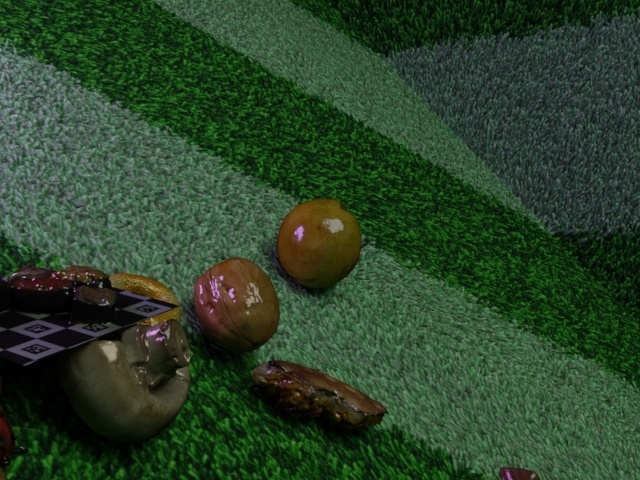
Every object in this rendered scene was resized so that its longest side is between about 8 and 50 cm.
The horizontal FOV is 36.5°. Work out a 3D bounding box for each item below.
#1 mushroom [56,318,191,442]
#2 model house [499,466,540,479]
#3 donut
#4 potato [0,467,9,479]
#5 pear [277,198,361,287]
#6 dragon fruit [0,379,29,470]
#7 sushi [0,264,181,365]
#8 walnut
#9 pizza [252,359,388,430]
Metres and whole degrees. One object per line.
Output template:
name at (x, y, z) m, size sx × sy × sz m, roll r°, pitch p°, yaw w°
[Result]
mushroom at (-0.297, 0.232, 1.593) m, size 0.254 × 0.195 × 0.188 m, roll -20°, pitch 92°, yaw -70°
model house at (0.328, 0.557, 1.651) m, size 0.295 × 0.329 × 0.251 m, roll 23°, pitch 27°, yaw -19°
donut at (-0.345, 0.129, 1.829) m, size 0.190 × 0.074 × 0.174 m, roll 23°, pitch 31°, yaw -20°
potato at (-0.436, 0.410, 1.189) m, size 0.266 × 0.229 × 0.229 m, roll 48°, pitch 30°, yaw 4°
pear at (0.000, 0.000, 2.267) m, size 0.209 × 0.209 × 0.208 m, roll 26°, pitch 30°, yaw -17°
dragon fruit at (-0.538, 0.238, 1.335) m, size 0.293 × 0.234 × 0.234 m, roll 49°, pitch 28°, yaw -5°
sushi at (-0.470, 0.085, 1.590) m, size 0.343 × 0.064 × 0.359 m, roll 12°, pitch 17°, yaw 29°
walnut at (-0.164, 0.130, 1.928) m, size 0.165 × 0.165 × 0.197 m, roll 1°, pitch 46°, yaw -47°
pizza at (0.000, 0.314, 1.913) m, size 0.306 × 0.085 × 0.161 m, roll 25°, pitch 8°, yaw -22°
